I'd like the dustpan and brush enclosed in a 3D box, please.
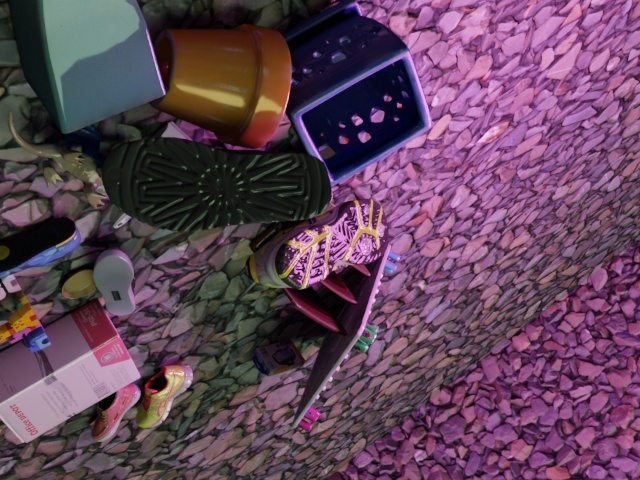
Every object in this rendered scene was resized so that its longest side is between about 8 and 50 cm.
[{"bbox_3d":[-0.312,-0.107,1.793,0.211,0.060,0.147,-39,151,3],"label":"dustpan and brush"}]

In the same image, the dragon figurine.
[{"bbox_3d":[-0.409,-0.148,1.604,0.289,0.144,0.085,27,116,-37],"label":"dragon figurine"}]

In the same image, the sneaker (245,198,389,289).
[{"bbox_3d":[0.000,0.000,2.014,0.147,0.145,0.384,-4,-172,41],"label":"sneaker"}]

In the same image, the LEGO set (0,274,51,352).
[{"bbox_3d":[-0.591,0.161,1.853,0.093,0.087,0.227,-28,149,-16],"label":"LEGO set"}]

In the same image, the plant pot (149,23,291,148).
[{"bbox_3d":[-0.179,-0.265,1.595,0.188,0.205,0.205,6,132,-31],"label":"plant pot"}]

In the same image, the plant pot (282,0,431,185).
[{"bbox_3d":[0.035,-0.277,1.745,0.236,0.212,0.236,-31,145,-2],"label":"plant pot"}]

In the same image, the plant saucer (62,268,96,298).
[{"bbox_3d":[-0.480,0.083,1.934,0.083,0.015,0.083,-28,150,-18],"label":"plant saucer"}]

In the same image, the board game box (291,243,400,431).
[{"bbox_3d":[0.070,0.251,2.493,0.390,0.050,0.390,-58,-175,34],"label":"board game box"}]

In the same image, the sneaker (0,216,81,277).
[{"bbox_3d":[-0.532,0.032,1.750,0.209,0.069,0.082,-25,153,-20],"label":"sneaker"}]

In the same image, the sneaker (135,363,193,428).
[{"bbox_3d":[-0.407,0.378,2.389,0.094,0.081,0.208,18,114,-48],"label":"sneaker"}]

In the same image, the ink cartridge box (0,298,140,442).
[{"bbox_3d":[-0.547,0.276,2.035,0.283,0.117,0.207,-30,151,-14],"label":"ink cartridge box"}]

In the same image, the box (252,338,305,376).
[{"bbox_3d":[-0.116,0.316,2.599,0.136,0.081,0.028,-10,142,-40],"label":"box"}]

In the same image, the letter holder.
[{"bbox_3d":[0.007,0.081,2.254,0.152,0.214,0.302,-41,151,7],"label":"letter holder"}]

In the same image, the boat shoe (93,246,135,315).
[{"bbox_3d":[-0.404,0.067,1.935,0.080,0.076,0.228,-4,148,-3],"label":"boat shoe"}]

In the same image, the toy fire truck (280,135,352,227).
[{"bbox_3d":[0.007,-0.117,2.071,0.217,0.158,0.246,-39,171,14],"label":"toy fire truck"}]

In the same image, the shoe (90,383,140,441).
[{"bbox_3d":[-0.515,0.411,2.328,0.178,0.063,0.081,-50,148,12],"label":"shoe"}]

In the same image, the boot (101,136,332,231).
[{"bbox_3d":[-0.182,-0.100,1.717,0.367,0.445,0.146,6,95,-8],"label":"boot"}]

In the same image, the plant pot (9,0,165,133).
[{"bbox_3d":[-0.343,-0.311,1.369,0.165,0.166,0.234,-26,143,-20],"label":"plant pot"}]
